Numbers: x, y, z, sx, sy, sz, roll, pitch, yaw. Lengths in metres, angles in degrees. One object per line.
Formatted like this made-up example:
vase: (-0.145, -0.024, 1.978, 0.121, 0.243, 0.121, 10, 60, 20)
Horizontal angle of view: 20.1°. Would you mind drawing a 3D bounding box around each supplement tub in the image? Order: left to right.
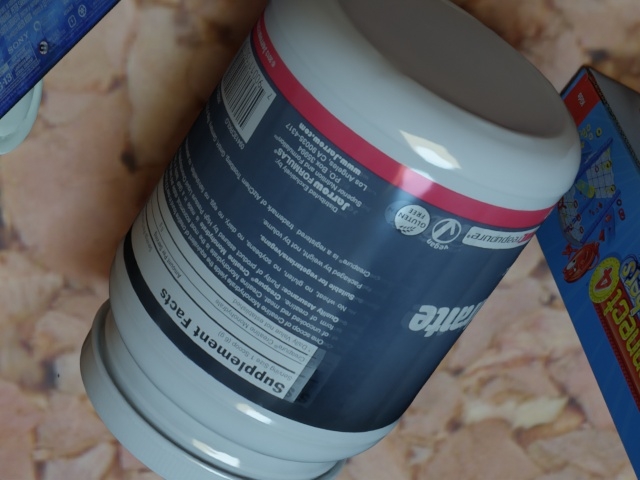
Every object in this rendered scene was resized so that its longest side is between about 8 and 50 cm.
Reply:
supplement tub: (0.000, 0.000, 1.012, 0.191, 0.191, 0.272, 22, 118, -23)

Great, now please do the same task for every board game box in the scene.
board game box: (0.283, 0.066, 1.043, 0.308, 0.302, 0.086, 24, 118, -24)

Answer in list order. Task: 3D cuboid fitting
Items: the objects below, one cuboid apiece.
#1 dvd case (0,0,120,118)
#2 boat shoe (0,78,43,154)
dvd case: (-0.158, -0.204, 0.865, 0.022, 0.180, 0.253, 9, 133, 31)
boat shoe: (-0.223, -0.190, 0.889, 0.099, 0.116, 0.319, 3, 119, 24)
